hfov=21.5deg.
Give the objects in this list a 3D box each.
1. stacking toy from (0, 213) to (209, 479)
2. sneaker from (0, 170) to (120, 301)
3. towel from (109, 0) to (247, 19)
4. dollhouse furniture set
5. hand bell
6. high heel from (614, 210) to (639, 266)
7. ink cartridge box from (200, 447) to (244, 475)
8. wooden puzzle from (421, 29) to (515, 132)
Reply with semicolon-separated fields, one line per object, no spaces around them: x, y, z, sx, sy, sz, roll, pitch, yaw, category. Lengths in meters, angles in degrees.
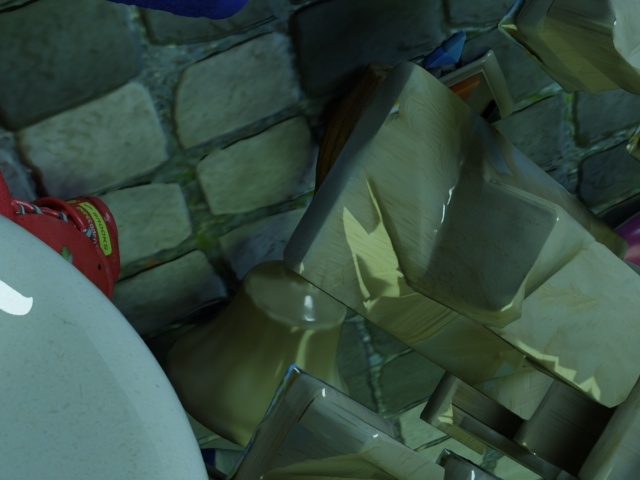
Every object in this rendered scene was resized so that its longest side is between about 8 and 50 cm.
-0.282;0.218;0.810;0.351;0.350;0.480;-5;149;-31;stacking toy
-0.168;0.004;0.915;0.118;0.107;0.279;-37;155;-19;sneaker
-0.122;-0.206;0.655;0.308;0.076;0.227;4;130;-39;towel
0.110;0.033;0.980;0.394;0.256;0.362;34;85;-43;dollhouse furniture set
0.000;0.000;1.021;0.126;0.126;0.242;-1;128;-34;hand bell
0.320;0.026;1.250;0.244;0.117;0.082;-2;140;-34;high heel
-0.157;0.150;1.014;0.223;0.045;0.224;-4;172;8;ink cartridge box
0.083;-0.079;1.028;0.078;0.014;0.116;-33;147;10;wooden puzzle
